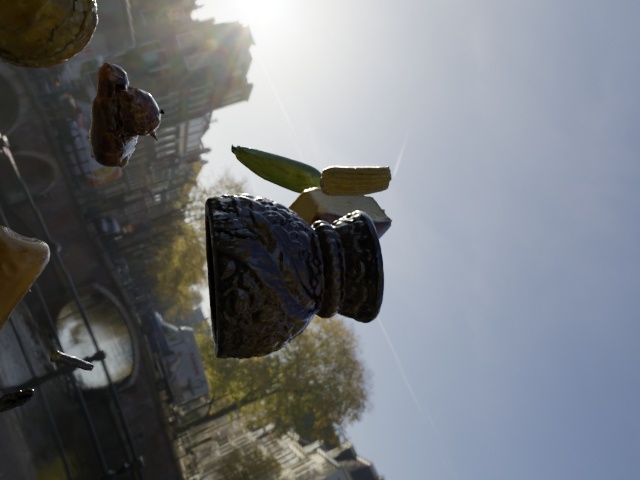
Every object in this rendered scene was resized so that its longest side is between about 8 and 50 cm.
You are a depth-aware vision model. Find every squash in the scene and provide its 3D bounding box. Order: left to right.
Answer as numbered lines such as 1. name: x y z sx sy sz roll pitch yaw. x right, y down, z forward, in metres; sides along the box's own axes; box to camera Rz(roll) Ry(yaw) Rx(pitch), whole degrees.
1. squash: -0.165 -0.264 2.061 0.118 0.370 0.119 -162 -90 -84

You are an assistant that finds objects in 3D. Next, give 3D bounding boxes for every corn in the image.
1. corn: 0.081 -0.138 1.273 0.085 0.165 0.063 96 -16 -44

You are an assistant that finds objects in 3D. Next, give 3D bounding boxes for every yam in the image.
1. yam: -0.658 0.325 1.468 0.027 0.033 0.129 24 -15 34

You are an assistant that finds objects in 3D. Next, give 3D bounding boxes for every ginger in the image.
1. ginger: -0.672 -0.382 1.894 0.254 0.176 0.418 37 -46 1

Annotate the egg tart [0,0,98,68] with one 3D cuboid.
1. egg tart: -0.831 -0.684 1.563 0.169 0.387 0.388 120 -52 -88

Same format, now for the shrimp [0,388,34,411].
1. shrimp: -0.546 0.189 0.866 0.051 0.197 0.262 -85 -164 -54

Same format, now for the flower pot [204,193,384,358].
1. flower pot: -0.049 0.052 0.916 0.266 0.266 0.267 176 -90 -75

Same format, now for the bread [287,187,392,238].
1. bread: 0.000 0.000 1.653 0.333 0.323 0.143 -47 -122 34

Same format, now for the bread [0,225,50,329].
1. bread: -0.701 0.106 1.173 0.141 0.305 0.091 29 20 -33
